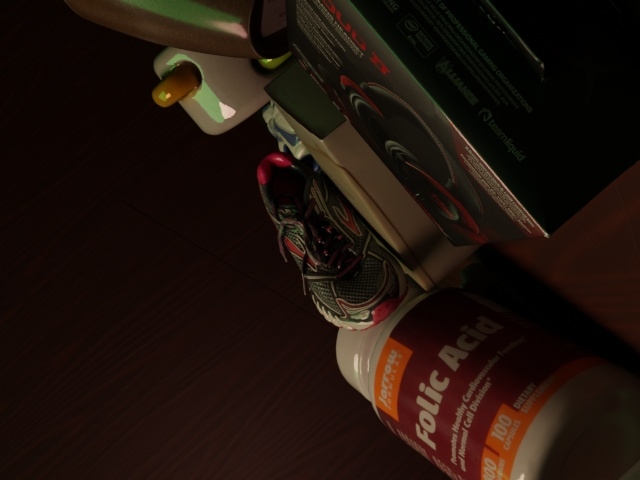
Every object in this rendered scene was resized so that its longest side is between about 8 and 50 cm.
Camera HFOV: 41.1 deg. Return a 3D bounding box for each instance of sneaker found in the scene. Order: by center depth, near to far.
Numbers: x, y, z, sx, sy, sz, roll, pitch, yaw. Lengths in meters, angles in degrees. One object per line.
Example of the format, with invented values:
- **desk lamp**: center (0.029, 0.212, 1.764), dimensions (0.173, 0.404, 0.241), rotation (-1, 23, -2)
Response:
- **sneaker**: center (0.000, 0.000, 1.115), dimensions (0.299, 0.121, 0.112), rotation (49, 177, 39)
- **sneaker**: center (-0.036, -0.168, 1.394), dimensions (0.296, 0.111, 0.131), rotation (71, -168, -87)

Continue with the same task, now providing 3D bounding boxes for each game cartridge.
- **game cartridge**: center (0.331, 0.171, 1.252), dimensions (0.297, 0.062, 0.198), rotation (47, -179, 41)

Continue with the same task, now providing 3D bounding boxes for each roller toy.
- **roller toy**: center (-0.122, -0.249, 1.147), dimensions (0.146, 0.209, 0.191), rotation (51, -167, -15)

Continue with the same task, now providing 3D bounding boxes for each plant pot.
- **plant pot**: center (-0.120, -0.281, 0.877), dimensions (0.230, 0.215, 0.215), rotation (33, 171, 26)

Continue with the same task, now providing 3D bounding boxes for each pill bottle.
- **pill bottle**: center (0.203, 0.191, 1.093), dimensions (0.392, 0.224, 0.224), rotation (28, 162, 52)

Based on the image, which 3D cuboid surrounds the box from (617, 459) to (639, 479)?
- **box**: center (0.311, 0.208, 0.569), dimensions (0.119, 0.181, 0.182), rotation (50, 178, -36)

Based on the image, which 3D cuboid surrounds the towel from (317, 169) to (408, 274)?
- **towel**: center (0.088, -0.047, 1.434), dimensions (0.235, 0.121, 0.283), rotation (49, 178, -6)

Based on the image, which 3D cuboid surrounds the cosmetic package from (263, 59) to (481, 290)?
- **cosmetic package**: center (0.076, -0.091, 1.068), dimensions (0.309, 0.113, 0.160), rotation (50, 178, -42)

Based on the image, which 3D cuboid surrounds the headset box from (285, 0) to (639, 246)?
- **headset box**: center (0.083, -0.112, 0.546), dimensions (0.218, 0.110, 0.293), rotation (50, 178, 0)
